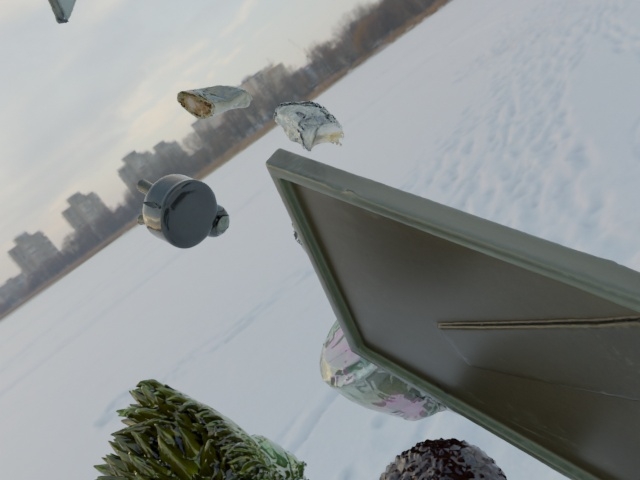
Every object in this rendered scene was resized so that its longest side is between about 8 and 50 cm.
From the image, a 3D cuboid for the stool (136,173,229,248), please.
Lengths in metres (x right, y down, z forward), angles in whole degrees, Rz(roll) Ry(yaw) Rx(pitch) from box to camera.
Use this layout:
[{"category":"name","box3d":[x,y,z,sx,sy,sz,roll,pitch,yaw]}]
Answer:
[{"category":"stool","box3d":[-0.316,-0.059,1.337,0.139,0.228,0.153,21,70,37]}]

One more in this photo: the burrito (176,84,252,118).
[{"category":"burrito","box3d":[-0.244,-0.343,1.435,0.060,0.087,0.226,-54,-10,32]}]

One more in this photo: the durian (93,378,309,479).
[{"category":"durian","box3d":[-0.155,0.276,0.706,0.394,0.198,0.163,-22,36,52]}]

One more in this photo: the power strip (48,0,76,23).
[{"category":"power strip","box3d":[-0.460,-0.510,0.996,0.213,0.065,0.198,100,177,-63]}]

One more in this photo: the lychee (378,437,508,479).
[{"category":"lychee","box3d":[0.150,0.333,0.695,0.195,0.194,0.194,-34,12,8]}]

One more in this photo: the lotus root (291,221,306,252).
[{"category":"lotus root","box3d":[-0.002,0.001,1.220,0.088,0.165,0.088,-42,-23,-22]}]

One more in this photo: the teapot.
[{"category":"teapot","box3d":[0.127,0.170,0.852,0.222,0.178,0.163,-26,34,43]}]

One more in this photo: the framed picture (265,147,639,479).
[{"category":"framed picture","box3d":[0.156,0.097,0.518,0.446,0.326,0.028,25,61,39]}]

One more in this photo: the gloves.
[{"category":"gloves","box3d":[-0.022,-0.235,1.159,0.115,0.070,0.153,-16,37,-23]}]
